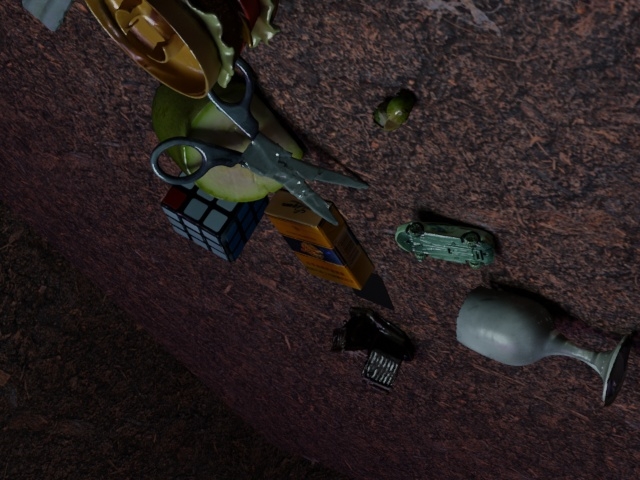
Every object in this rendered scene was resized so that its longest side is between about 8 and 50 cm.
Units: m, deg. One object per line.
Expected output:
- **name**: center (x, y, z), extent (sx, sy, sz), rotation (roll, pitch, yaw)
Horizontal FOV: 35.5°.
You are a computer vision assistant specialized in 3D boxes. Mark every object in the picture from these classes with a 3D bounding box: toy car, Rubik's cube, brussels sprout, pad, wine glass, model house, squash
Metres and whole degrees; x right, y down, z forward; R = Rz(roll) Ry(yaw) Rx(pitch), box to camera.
- **toy car**: center (0.226, -0.002, 1.801), extent (0.186, 0.058, 0.093), rotation (10, 150, 23)
- **Rubik's cube**: center (-0.220, -0.075, 2.125), extent (0.163, 0.162, 0.160), rotation (29, 163, 15)
- **brussels sprout**: center (0.113, -0.198, 1.550), extent (0.046, 0.051, 0.083), rotation (-1, 169, -21)
- **pad**: center (0.108, 0.105, 2.278), extent (0.112, 0.003, 0.157), rotation (21, 156, 28)
- **wine glass**: center (0.409, 0.185, 1.834), extent (0.321, 0.143, 0.143), rotation (22, 156, 29)
- **model house**: center (0.118, 0.268, 2.401), extent (0.203, 0.164, 0.141), rotation (34, 154, 4)
- **squash**: center (-0.206, -0.221, 1.947), extent (0.233, 0.210, 0.309), rotation (46, -176, -34)

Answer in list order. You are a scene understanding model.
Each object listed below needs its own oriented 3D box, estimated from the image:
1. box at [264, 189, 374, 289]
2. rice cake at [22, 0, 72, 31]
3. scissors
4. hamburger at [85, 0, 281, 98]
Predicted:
- **box**: center (0.000, 0.001, 2.119), extent (0.152, 0.070, 0.237), rotation (16, 151, 39)
- **rice cake**: center (-0.507, -0.461, 1.883), extent (0.085, 0.040, 0.226), rotation (40, 158, -15)
- **scissors**: center (-0.089, -0.150, 1.801), extent (0.383, 0.256, 0.029), rotation (27, -166, -20)
- **hamburger**: center (-0.182, -0.357, 1.402), extent (0.274, 0.212, 0.274), rotation (36, 163, 13)
